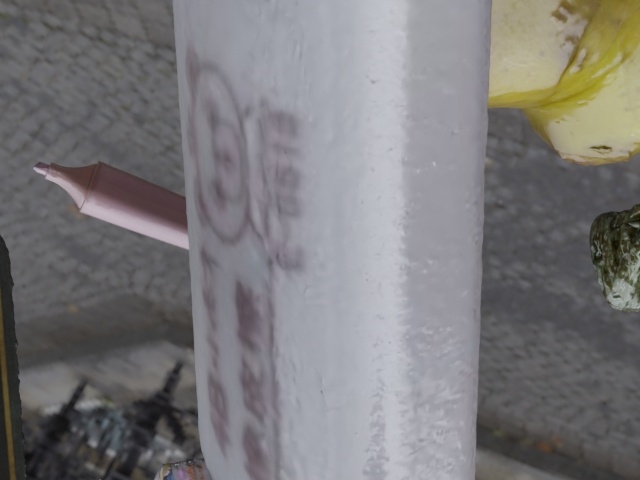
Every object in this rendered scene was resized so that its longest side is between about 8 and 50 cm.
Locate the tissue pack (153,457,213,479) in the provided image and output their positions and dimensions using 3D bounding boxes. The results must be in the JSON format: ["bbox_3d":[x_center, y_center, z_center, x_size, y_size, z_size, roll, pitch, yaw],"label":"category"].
[{"bbox_3d":[-0.115,0.285,1.235,0.065,0.155,0.115,-7,162,-14],"label":"tissue pack"}]

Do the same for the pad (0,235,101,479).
[{"bbox_3d":[-0.227,0.162,0.741,0.315,0.375,0.063,-5,-179,-44],"label":"pad"}]

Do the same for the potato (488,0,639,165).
[{"bbox_3d":[0.179,-0.220,1.413,0.290,0.296,0.397,49,162,44],"label":"potato"}]

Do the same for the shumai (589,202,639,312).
[{"bbox_3d":[0.237,0.004,0.937,0.080,0.083,0.082,-20,108,39],"label":"shumai"}]

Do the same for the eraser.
[{"bbox_3d":[0.000,0.000,0.588,0.174,0.095,0.270,33,131,52],"label":"eraser"}]

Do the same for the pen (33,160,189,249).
[{"bbox_3d":[-0.164,-0.031,1.203,0.197,0.053,0.032,23,141,-13],"label":"pen"}]
